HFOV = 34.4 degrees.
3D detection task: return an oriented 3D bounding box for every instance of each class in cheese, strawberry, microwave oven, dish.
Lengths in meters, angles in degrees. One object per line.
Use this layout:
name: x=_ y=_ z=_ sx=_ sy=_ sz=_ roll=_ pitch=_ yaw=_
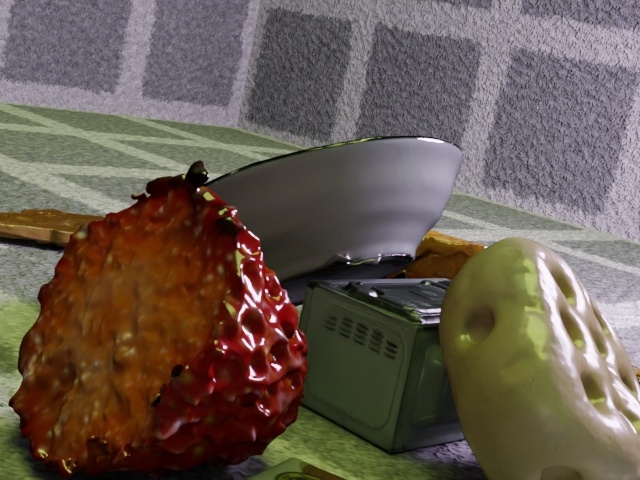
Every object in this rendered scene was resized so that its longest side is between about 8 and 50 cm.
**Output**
cheese: x=0.176 y=0.107 z=0.822 sx=0.117 sy=0.217 sz=0.235 roll=-30 pitch=-13 yaw=21
strawberry: x=-0.098 y=0.079 z=0.763 sx=0.234 sy=0.233 sz=0.178 roll=22 pitch=-12 yaw=46
microwave oven: x=0.098 y=0.106 z=0.972 sx=0.208 sy=0.122 sz=0.162 roll=1 pitch=14 yaw=-45
dish: x=0.000 y=0.000 z=1.029 sx=0.317 sy=0.106 sz=0.316 roll=-13 pitch=-12 yaw=-3

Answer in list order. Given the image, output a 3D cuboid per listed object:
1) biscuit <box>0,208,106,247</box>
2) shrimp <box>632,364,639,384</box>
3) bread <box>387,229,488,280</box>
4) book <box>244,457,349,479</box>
biscuit: x=-0.352 y=-0.016 z=1.392 sx=0.250 sy=0.035 sz=0.162 roll=4 pitch=7 yaw=-40
shrimp: x=0.330 y=0.160 z=1.119 sx=0.178 sy=0.075 sz=0.289 roll=14 pitch=-3 yaw=2
bread: x=0.105 y=0.051 z=1.221 sx=0.143 sy=0.149 sz=0.158 roll=14 pitch=10 yaw=-4
book: x=-0.003 y=0.201 z=0.603 sx=0.202 sy=0.027 sz=0.264 roll=18 pitch=12 yaw=28
